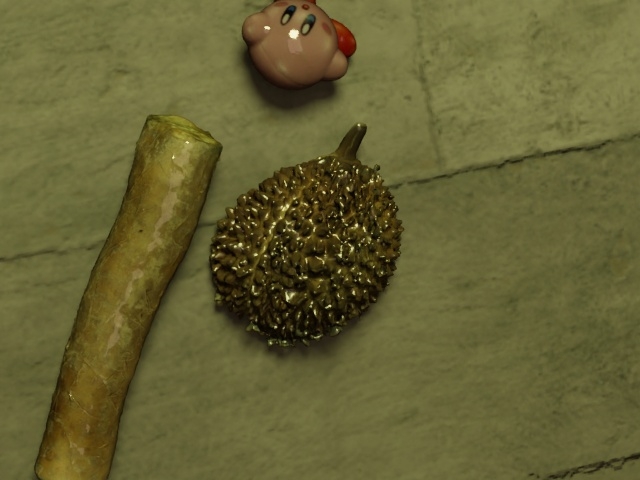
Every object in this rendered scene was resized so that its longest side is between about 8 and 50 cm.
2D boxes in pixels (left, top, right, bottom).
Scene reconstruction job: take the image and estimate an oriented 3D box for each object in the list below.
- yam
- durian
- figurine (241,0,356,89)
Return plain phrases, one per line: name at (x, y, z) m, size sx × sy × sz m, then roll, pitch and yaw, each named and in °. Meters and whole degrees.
yam at (-0.149, 0.051, 0.929) m, size 0.066 × 0.066 × 0.300 m, roll 19°, pitch 97°, yaw -13°
durian at (0.000, 0.000, 0.930) m, size 0.148 × 0.091 × 0.188 m, roll 21°, pitch 94°, yaw -13°
figurine at (-0.017, -0.145, 0.913) m, size 0.083 × 0.071 × 0.067 m, roll 35°, pitch 134°, yaw -7°
